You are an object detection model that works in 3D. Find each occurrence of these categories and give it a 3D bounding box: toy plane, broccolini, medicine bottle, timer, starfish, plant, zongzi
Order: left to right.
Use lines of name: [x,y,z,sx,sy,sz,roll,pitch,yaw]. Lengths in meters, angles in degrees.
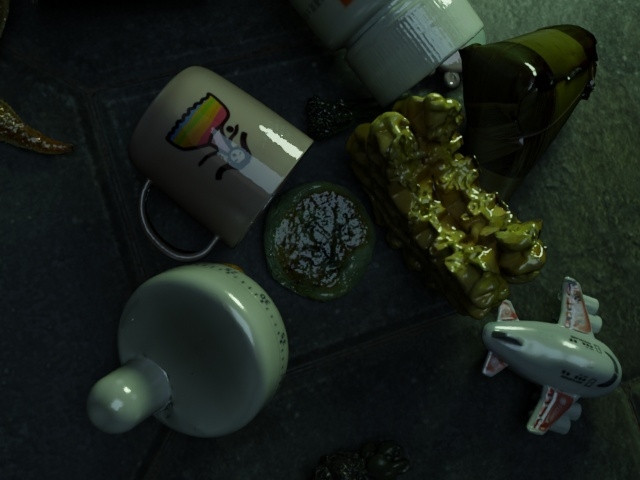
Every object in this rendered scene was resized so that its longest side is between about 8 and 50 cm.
starfish: [-0.502,-0.267,0.961,0.301,0.084,0.294,-1,84,-10]
timer: [-0.167,0.150,0.904,0.233,0.240,0.234,6,106,22]
plant: [0.052,0.342,1.018,0.174,0.087,0.085,-20,117,-11]
medicine bottle: [0.052,-0.397,1.017,0.211,0.211,0.371,-42,96,-16]
broccolini: [0.067,-0.215,1.107,0.201,0.058,0.074,-19,94,-15]
zongzi: [0.341,-0.185,1.160,0.289,0.154,0.318,-24,130,-37]
toy plane: [0.365,0.182,1.097,0.252,0.118,0.252,2,84,-16]

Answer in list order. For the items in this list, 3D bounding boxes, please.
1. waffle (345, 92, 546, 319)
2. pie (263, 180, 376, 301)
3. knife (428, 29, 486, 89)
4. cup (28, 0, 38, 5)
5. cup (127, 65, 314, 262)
waffle: [0.177,-0.051,1.007,0.151,0.261,0.324,-30,87,-8]
pie: [0.000,0.000,1.066,0.186,0.041,0.187,1,86,-16]
knife: [0.094,-0.394,1.150,0.398,0.038,0.132,31,80,-7]
cup: [-0.278,-0.455,0.975,0.273,0.253,0.253,-4,83,-23]
cup: [-0.163,-0.097,0.970,0.200,0.191,0.253,36,83,-4]
